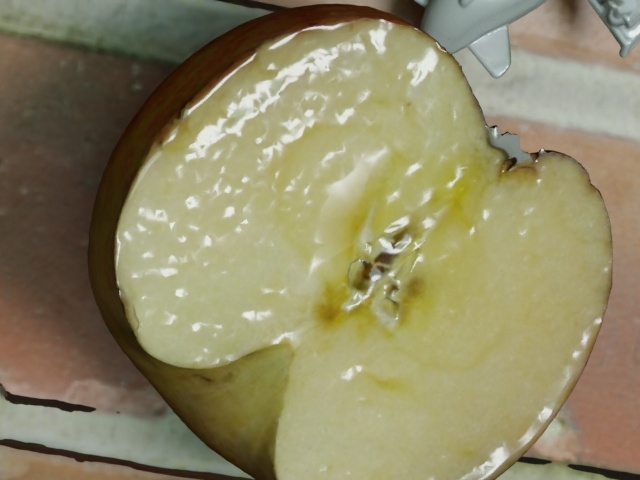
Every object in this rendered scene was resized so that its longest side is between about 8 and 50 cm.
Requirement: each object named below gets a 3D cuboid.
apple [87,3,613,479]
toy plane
[{"bbox_3d":[0.000,0.000,1.108,0.251,0.163,0.293,-44,118,-8],"label":"apple"},{"bbox_3d":[0.120,-0.173,1.134,0.174,0.080,0.174,0,89,4],"label":"toy plane"}]
